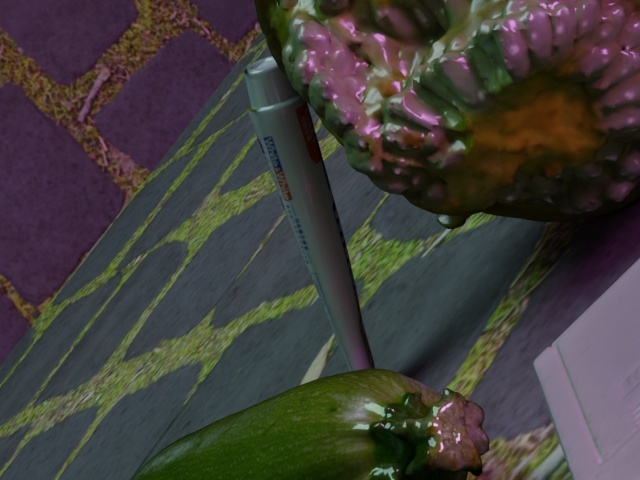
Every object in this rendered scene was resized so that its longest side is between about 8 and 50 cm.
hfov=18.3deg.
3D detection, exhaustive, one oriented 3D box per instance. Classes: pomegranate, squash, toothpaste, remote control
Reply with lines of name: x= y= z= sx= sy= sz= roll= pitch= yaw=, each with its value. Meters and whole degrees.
pomegranate: x=0.119 y=-0.145 z=1.020 sx=0.340 sy=0.260 sz=0.260 roll=-28 pitch=22 yaw=38
squash: x=-0.012 y=0.126 z=0.996 sx=0.101 sy=0.101 sz=0.378 roll=-54 pitch=9 yaw=-26
toothpaste: x=0.000 y=0.000 z=1.123 sx=0.033 sy=0.218 sz=0.052 roll=-15 pitch=21 yaw=8
remote control: x=0.145 y=0.073 z=0.712 sx=0.103 sy=0.055 sz=0.277 roll=-46 pitch=13 yaw=12
